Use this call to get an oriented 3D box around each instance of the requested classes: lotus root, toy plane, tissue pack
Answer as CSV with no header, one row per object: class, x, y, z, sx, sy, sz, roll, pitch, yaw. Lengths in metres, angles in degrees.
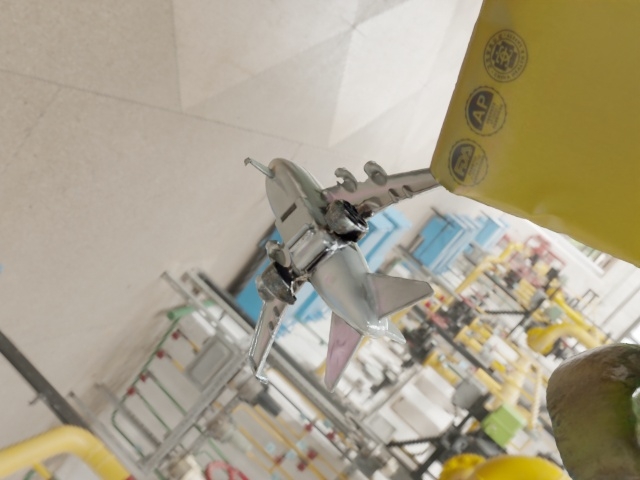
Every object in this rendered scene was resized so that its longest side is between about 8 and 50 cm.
lotus root,0.287,0.150,0.642,0.203,0.183,0.078,-93,-167,-47
toy plane,0.000,0.000,0.463,0.162,0.171,0.065,-46,140,15
tissue pack,0.126,-0.085,0.309,0.082,0.120,0.169,-37,147,-56
